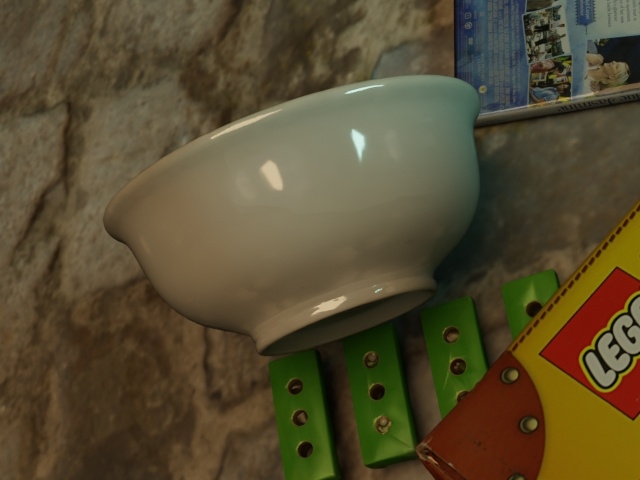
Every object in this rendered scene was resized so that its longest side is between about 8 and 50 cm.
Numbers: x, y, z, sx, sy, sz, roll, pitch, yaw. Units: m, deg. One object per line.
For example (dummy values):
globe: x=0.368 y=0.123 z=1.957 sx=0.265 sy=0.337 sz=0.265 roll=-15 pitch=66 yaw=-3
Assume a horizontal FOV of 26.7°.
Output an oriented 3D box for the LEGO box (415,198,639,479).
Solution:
LEGO box: x=0.331 y=0.048 z=0.696 sx=0.500 sy=0.372 sz=0.193 roll=-46 pitch=52 yaw=-9

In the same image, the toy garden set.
toy garden set: x=0.091 y=0.157 z=1.028 sx=0.244 sy=0.049 sz=0.204 roll=-19 pitch=63 yaw=18

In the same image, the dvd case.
dvd case: x=0.230 y=-0.194 z=1.100 sx=0.253 sy=0.022 sz=0.180 roll=-8 pitch=68 yaw=24

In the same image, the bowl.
bowl: x=0.000 y=0.000 z=1.004 sx=0.298 sy=0.298 sz=0.134 roll=-24 pitch=77 yaw=17
